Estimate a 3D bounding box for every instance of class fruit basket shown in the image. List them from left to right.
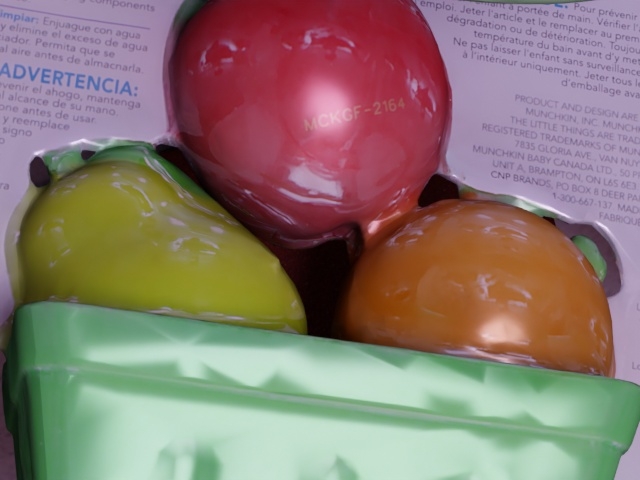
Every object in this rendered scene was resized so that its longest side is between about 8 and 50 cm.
[{"bbox_3d":[0.000,0.000,0.724,0.327,0.353,0.165,8,156,-10],"label":"fruit basket"}]

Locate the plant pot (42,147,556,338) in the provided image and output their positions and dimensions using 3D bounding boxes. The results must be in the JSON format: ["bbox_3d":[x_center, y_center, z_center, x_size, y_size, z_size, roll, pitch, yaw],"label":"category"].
[{"bbox_3d":[0.019,0.108,0.914,0.267,0.236,0.267,-17,134,-5],"label":"plant pot"}]

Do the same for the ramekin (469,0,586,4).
[{"bbox_3d":[0.052,-0.217,0.589,0.303,0.303,0.148,-4,140,-16],"label":"ramekin"}]
